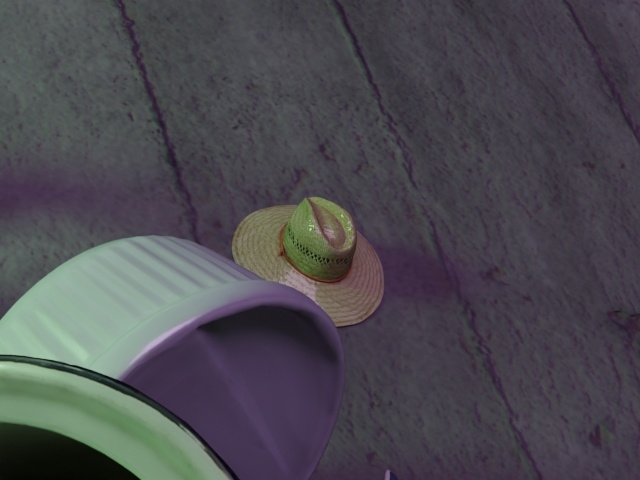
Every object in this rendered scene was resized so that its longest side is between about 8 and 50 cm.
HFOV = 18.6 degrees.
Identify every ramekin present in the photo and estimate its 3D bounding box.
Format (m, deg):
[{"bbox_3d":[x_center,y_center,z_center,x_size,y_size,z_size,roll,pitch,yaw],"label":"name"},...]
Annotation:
[{"bbox_3d":[-0.122,0.119,1.330,0.273,0.273,0.127,-20,45,-37],"label":"ramekin"}]

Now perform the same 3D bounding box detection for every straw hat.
[{"bbox_3d":[0.000,0.000,1.648,0.144,0.061,0.144,11,43,-11],"label":"straw hat"}]

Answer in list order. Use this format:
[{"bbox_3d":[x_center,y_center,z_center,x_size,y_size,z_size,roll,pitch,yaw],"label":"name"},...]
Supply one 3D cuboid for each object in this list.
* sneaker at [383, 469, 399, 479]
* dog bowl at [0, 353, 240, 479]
[{"bbox_3d":[-0.016,0.216,1.359,0.192,0.064,0.086,-15,64,-9],"label":"sneaker"},{"bbox_3d":[-0.162,0.274,1.072,0.408,0.408,0.150,47,6,26],"label":"dog bowl"}]
